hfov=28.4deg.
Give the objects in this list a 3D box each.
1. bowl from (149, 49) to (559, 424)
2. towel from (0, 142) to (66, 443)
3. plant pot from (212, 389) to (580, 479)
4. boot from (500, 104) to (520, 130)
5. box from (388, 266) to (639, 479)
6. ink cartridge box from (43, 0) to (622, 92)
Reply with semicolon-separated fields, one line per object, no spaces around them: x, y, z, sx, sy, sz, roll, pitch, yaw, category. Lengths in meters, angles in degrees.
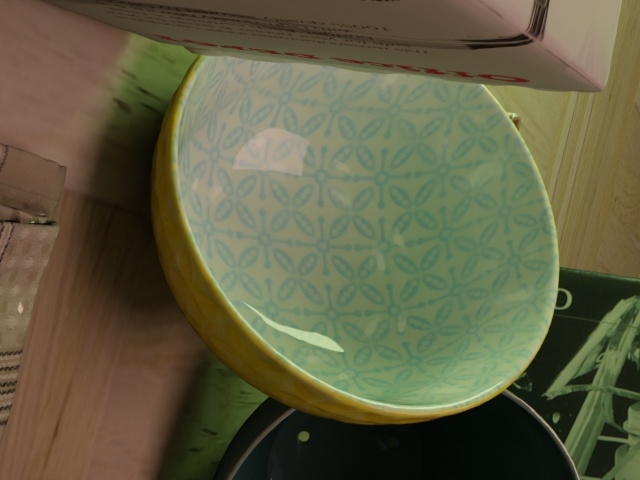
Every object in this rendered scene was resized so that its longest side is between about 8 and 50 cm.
0.000;0.000;0.856;0.156;0.289;0.289;-36;-162;51;bowl
-0.226;0.090;0.552;0.312;0.056;0.324;15;87;-67;towel
0.039;0.211;1.008;0.195;0.290;0.290;-134;-129;-74;plant pot
0.083;-0.115;1.010;0.213;0.165;0.077;-64;155;-24;boot
0.270;0.292;1.198;0.297;0.480;0.471;48;53;-65;box
-0.040;-0.180;0.540;0.395;0.286;0.166;5;95;-67;ink cartridge box
